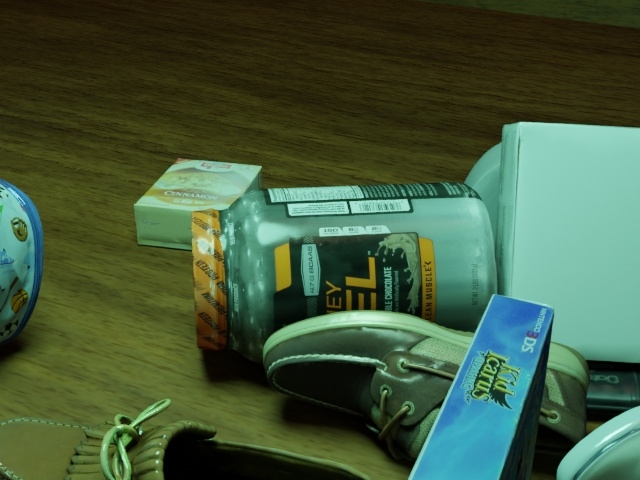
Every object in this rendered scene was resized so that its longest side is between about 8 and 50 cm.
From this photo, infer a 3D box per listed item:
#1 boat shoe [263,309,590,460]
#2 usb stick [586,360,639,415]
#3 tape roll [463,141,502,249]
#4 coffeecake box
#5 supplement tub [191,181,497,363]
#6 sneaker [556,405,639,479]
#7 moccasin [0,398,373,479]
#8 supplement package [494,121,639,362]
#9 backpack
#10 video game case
[{"bbox_3d":[0.102,0.161,0.992,0.342,0.123,0.123,7,48,6],"label":"boat shoe"},{"bbox_3d":[0.286,0.163,1.085,0.278,0.045,0.077,4,34,5],"label":"usb stick"},{"bbox_3d":[0.292,-0.030,1.268,0.219,0.219,0.072,4,28,6],"label":"tape roll"},{"bbox_3d":[-0.179,-0.056,1.466,0.142,0.068,0.185,6,27,11],"label":"coffeecake box"},{"bbox_3d":[0.020,0.038,1.139,0.338,0.207,0.207,-3,28,-7],"label":"supplement tub"},{"bbox_3d":[0.356,0.205,0.915,0.258,0.094,0.091,-19,34,0],"label":"sneaker"},{"bbox_3d":[-0.133,0.214,0.856,0.380,0.147,0.139,12,29,20],"label":"moccasin"},{"bbox_3d":[0.313,-0.001,1.123,0.204,0.261,0.145,3,6,3],"label":"supplement package"},{"bbox_3d":[-0.457,0.023,1.131,0.263,0.276,0.213,17,18,21],"label":"backpack"},{"bbox_3d":[0.123,0.213,0.763,0.061,0.244,0.269,12,29,18],"label":"video game case"}]
